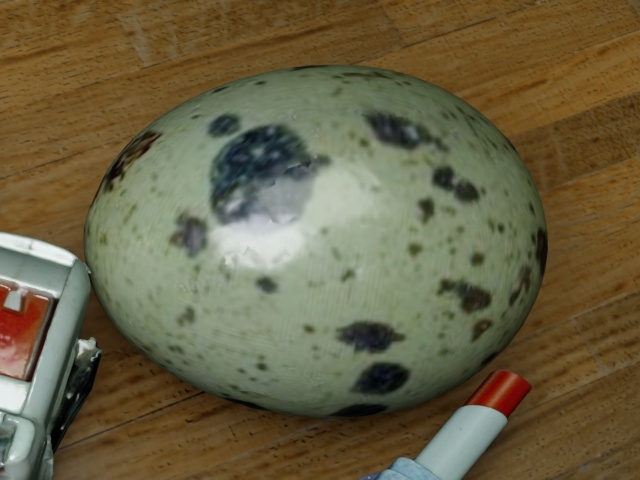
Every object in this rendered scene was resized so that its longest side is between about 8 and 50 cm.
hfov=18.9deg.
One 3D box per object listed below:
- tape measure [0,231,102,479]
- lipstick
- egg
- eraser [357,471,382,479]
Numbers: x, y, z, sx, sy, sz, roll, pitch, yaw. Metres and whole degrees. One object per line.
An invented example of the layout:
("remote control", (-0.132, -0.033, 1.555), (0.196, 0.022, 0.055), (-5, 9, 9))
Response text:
("tape measure", (-0.242, 0.119, 1.438), (0.125, 0.243, 0.246), (19, 59, -4))
("lipstick", (0.082, 0.198, 1.544), (0.068, 0.061, 0.274), (38, 58, 9))
("egg", (0.000, 0.000, 1.541), (0.379, 0.287, 0.287), (2, 60, -29))
("eraser", (0.090, 0.294, 1.551), (0.082, 0.036, 0.225), (-8, 64, -19))
